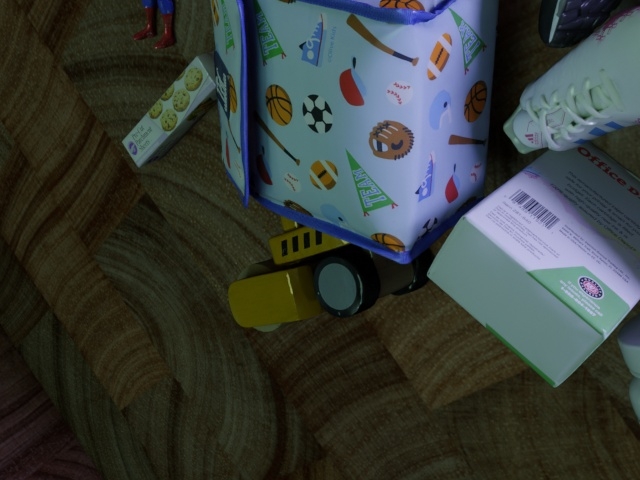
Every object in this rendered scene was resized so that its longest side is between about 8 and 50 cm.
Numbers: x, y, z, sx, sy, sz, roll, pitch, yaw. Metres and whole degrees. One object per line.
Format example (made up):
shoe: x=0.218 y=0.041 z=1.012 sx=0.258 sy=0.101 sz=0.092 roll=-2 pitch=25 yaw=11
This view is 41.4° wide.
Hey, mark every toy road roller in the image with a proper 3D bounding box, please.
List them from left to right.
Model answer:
toy road roller: x=0.000 y=0.000 z=1.362 sx=0.329 sy=0.202 sz=0.241 roll=-17 pitch=89 yaw=41

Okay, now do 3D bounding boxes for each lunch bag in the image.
lunch bag: x=0.005 y=-0.194 z=1.086 sx=0.385 sy=0.239 sz=0.328 roll=24 pitch=130 yaw=34

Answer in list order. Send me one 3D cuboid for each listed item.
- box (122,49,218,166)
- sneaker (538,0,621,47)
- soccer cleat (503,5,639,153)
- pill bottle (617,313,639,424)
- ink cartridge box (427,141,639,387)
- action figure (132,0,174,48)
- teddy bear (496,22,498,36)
box: x=-0.262 y=-0.237 z=1.556 sx=0.324 sy=0.063 sz=0.067 roll=-32 pitch=89 yaw=47
sneaker: x=0.270 y=-0.348 z=0.878 sx=0.124 sy=0.107 sz=0.283 roll=41 pitch=132 yaw=38
soccer cleat: x=0.293 y=-0.152 z=0.930 sx=0.116 sy=0.143 sz=0.331 roll=58 pitch=178 yaw=2
pill bottle: x=0.488 y=0.226 z=1.062 sx=0.160 sy=0.160 sz=0.283 roll=-15 pitch=103 yaw=46
ink cartridge box: x=0.298 y=0.012 z=1.029 sx=0.201 sy=0.278 sz=0.117 roll=42 pitch=138 yaw=17
action figure: x=-0.313 y=-0.462 z=1.427 sx=0.091 sy=0.139 sz=0.280 roll=25 pitch=126 yaw=29
teddy bear: x=0.090 y=-0.293 z=1.188 sx=0.338 sy=0.113 sz=0.245 roll=-29 pitch=99 yaw=40
